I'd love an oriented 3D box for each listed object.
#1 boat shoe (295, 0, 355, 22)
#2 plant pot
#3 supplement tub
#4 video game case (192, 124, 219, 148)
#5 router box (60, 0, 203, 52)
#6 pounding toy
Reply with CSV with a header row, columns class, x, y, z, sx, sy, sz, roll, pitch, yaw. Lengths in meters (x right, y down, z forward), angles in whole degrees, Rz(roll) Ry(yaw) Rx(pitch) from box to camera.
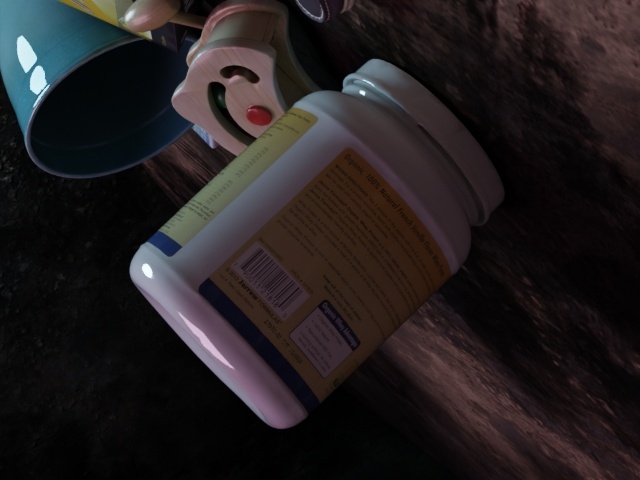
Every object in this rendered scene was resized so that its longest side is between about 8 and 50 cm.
class,x,y,z,sx,sy,sz,roll,pitch,yaw
boat shoe,-0.048,-0.266,1.208,0.103,0.092,0.285,42,170,29
plant pot,-0.313,-0.265,1.978,0.255,0.272,0.271,58,177,26
supplement tub,0.000,0.000,1.431,0.228,0.316,0.228,45,171,9
video game case,-0.258,-0.291,2.269,0.300,0.036,0.329,46,171,6
router box,-0.260,-0.334,1.675,0.243,0.081,0.309,24,170,2
pounding toy,-0.066,-0.201,1.611,0.269,0.154,0.154,38,138,-28
